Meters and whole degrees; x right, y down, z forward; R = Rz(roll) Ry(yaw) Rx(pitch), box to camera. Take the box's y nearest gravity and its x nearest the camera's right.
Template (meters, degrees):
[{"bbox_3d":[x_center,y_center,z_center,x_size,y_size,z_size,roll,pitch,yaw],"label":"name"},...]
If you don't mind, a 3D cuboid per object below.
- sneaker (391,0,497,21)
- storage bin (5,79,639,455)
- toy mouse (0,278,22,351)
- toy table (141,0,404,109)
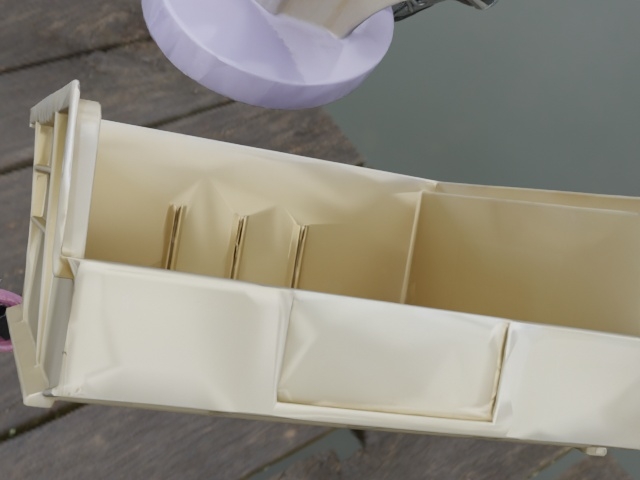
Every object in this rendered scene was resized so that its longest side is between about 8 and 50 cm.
[{"bbox_3d":[0.096,-0.239,0.911,0.086,0.132,0.228,64,22,-10],"label":"sneaker"},{"bbox_3d":[-0.011,0.011,0.482,0.262,0.260,0.123,9,91,-20],"label":"storage bin"},{"bbox_3d":[-0.246,0.054,0.637,0.161,0.143,0.031,-13,44,-17],"label":"toy mouse"},{"bbox_3d":[0.005,-0.219,0.702,0.252,0.161,0.274,35,36,-8],"label":"toy table"}]
